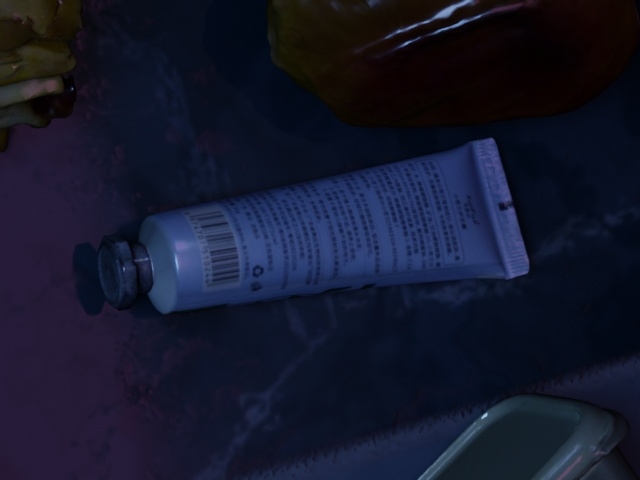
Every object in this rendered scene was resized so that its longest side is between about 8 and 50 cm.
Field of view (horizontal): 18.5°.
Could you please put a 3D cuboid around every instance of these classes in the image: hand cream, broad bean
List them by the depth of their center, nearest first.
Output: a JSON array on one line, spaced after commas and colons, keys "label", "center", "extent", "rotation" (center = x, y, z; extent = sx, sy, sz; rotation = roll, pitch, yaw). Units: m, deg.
[{"label": "hand cream", "center": [0.000, 0.000, 1.181], "extent": [0.271, 0.058, 0.091], "rotation": [-10, 78, -25]}, {"label": "broad bean", "center": [0.079, -0.138, 1.184], "extent": [0.228, 0.156, 0.122], "rotation": [0, 48, -8]}]

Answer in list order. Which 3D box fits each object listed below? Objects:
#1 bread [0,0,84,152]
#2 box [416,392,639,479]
[{"label": "bread", "center": [-0.286, -0.167, 1.005], "extent": [0.324, 0.167, 0.278], "rotation": [-4, 87, -14]}, {"label": "box", "center": [0.103, 0.239, 1.165], "extent": [0.274, 0.138, 0.178], "rotation": [-42, 106, -17]}]
